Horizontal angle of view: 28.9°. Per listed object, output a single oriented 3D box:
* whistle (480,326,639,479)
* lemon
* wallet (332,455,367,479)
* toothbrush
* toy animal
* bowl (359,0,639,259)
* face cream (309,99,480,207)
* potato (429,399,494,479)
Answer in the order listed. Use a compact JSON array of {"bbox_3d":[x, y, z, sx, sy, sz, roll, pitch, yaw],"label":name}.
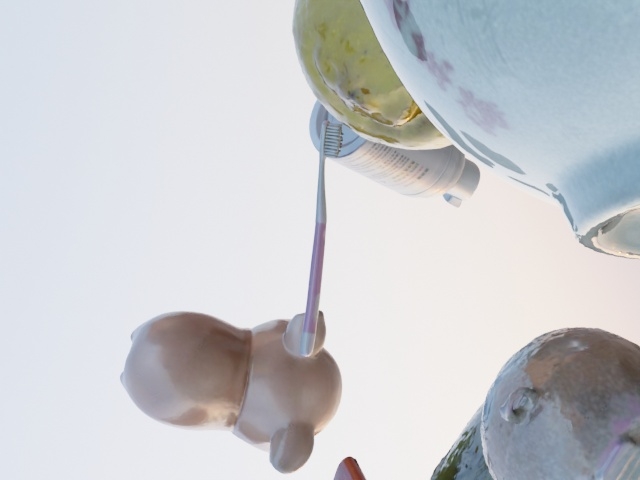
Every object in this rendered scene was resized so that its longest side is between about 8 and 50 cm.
[{"bbox_3d":[0.272,0.186,1.151,0.348,0.189,0.189,26,-140,-38],"label":"whistle"},{"bbox_3d":[0.113,-0.241,1.348,0.297,0.297,0.297,58,-162,-32],"label":"lemon"},{"bbox_3d":[0.063,0.489,2.155,0.204,0.045,0.142,-124,44,-61],"label":"wallet"},{"bbox_3d":[0.000,0.000,1.488,0.020,0.025,0.286,-13,-69,-68],"label":"toothbrush"},{"bbox_3d":[-0.124,0.201,1.831,0.326,0.269,0.237,14,-95,-44],"label":"toy animal"},{"bbox_3d":[0.213,-0.103,0.651,0.435,0.435,0.196,31,-127,-65],"label":"bowl"},{"bbox_3d":[0.151,-0.146,2.038,0.370,0.145,0.145,21,-134,-47],"label":"face cream"},{"bbox_3d":[0.227,0.244,1.454,0.112,0.269,0.255,35,-113,-26],"label":"potato"}]
